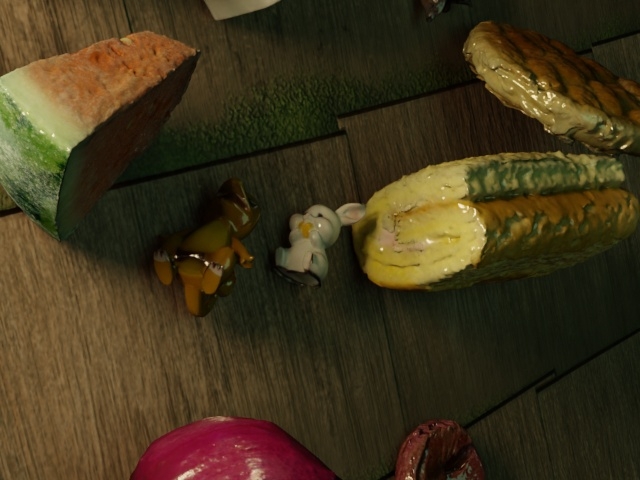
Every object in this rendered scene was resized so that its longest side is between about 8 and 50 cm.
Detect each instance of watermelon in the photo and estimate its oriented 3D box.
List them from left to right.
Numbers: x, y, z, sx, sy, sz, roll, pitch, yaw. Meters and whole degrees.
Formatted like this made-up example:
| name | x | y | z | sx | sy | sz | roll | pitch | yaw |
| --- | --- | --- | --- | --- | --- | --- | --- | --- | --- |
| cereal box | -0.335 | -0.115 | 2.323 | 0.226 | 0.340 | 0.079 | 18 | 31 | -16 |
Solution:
| name | x | y | z | sx | sy | sz | roll | pitch | yaw |
| --- | --- | --- | --- | --- | --- | --- | --- | --- | --- |
| watermelon | -0.238 | -0.137 | 1.468 | 0.140 | 0.193 | 0.256 | 45 | 54 | 5 |

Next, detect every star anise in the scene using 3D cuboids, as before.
| name | x | y | z | sx | sy | sz | roll | pitch | yaw |
| --- | --- | --- | --- | --- | --- | --- | --- | --- | --- |
| star anise | 0.168 | -0.385 | 1.966 | 0.124 | 0.056 | 0.129 | -26 | 105 | -43 |

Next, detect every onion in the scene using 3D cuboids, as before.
| name | x | y | z | sx | sy | sz | roll | pitch | yaw |
| --- | --- | --- | --- | --- | --- | --- | --- | --- | --- |
| onion | -0.032 | 0.346 | 1.478 | 0.385 | 0.347 | 0.348 | -14 | 97 | -22 |

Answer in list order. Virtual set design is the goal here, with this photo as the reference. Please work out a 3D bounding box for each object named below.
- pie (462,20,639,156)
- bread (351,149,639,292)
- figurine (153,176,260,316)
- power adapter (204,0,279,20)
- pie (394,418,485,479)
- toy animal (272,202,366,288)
| name | x | y | z | sx | sy | sz | roll | pitch | yaw |
| --- | --- | --- | --- | --- | --- | --- | --- | --- | --- |
| pie | 0.357 | -0.218 | 1.994 | 0.339 | 0.339 | 0.083 | -1 | 125 | -46 |
| bread | 0.242 | -0.027 | 1.885 | 0.375 | 0.236 | 0.165 | -6 | 79 | -43 |
| figurine | -0.120 | 0.013 | 1.622 | 0.122 | 0.121 | 0.176 | 84 | 25 | -43 |
| power adapter | -0.108 | -0.385 | 1.629 | 0.125 | 0.130 | 0.205 | -49 | 121 | -37 |
| pie | 0.168 | 0.339 | 1.903 | 0.182 | 0.049 | 0.182 | 12 | 73 | -43 |
| toy animal | -0.004 | -0.003 | 1.742 | 0.085 | 0.071 | 0.124 | 35 | 62 | -37 |
